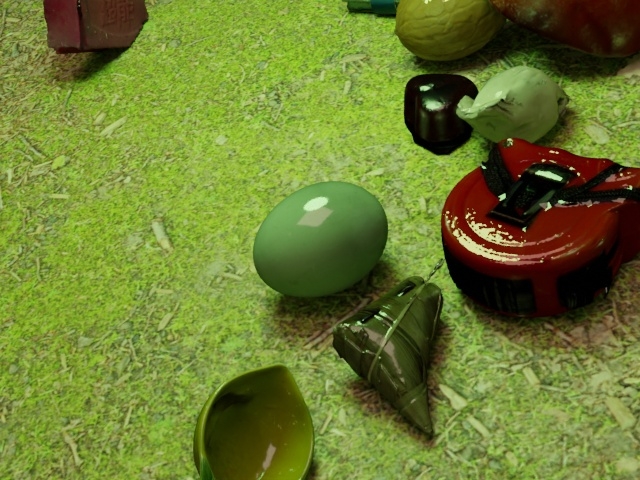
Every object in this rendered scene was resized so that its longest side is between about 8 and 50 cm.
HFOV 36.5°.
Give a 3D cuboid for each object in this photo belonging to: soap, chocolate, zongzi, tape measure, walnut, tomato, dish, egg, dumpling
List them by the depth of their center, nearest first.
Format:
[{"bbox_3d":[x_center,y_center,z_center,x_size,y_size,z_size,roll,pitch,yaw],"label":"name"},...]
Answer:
[{"bbox_3d":[-0.090,0.241,1.124,0.080,0.148,0.208,-30,31,51],"label":"dish"},{"bbox_3d":[0.133,0.131,1.202,0.189,0.081,0.178,-31,60,-29],"label":"zongzi"},{"bbox_3d":[0.286,-0.017,1.260,0.253,0.114,0.260,20,54,37],"label":"tape measure"},{"bbox_3d":[0.000,0.000,1.319,0.192,0.149,0.149,-28,42,-6],"label":"egg"},{"bbox_3d":[0.284,-0.204,1.469,0.199,0.119,0.136,-9,15,-41],"label":"dumpling"},{"bbox_3d":[0.194,-0.214,1.535,0.125,0.080,0.149,-18,40,1],"label":"chocolate"},{"bbox_3d":[0.423,-0.450,1.566,0.338,0.144,0.338,7,50,-9],"label":"tomato"},{"bbox_3d":[0.225,-0.390,1.661,0.206,0.159,0.159,-20,41,9],"label":"walnut"},{"bbox_3d":[-0.457,-0.470,1.988,0.099,0.162,0.250,-4,12,22],"label":"soap"}]

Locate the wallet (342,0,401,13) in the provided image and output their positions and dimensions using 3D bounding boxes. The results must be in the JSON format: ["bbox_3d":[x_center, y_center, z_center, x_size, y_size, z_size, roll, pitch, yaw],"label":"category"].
[{"bbox_3d":[0.147,-0.490,1.857,0.202,0.059,0.141,14,60,32],"label":"wallet"}]
